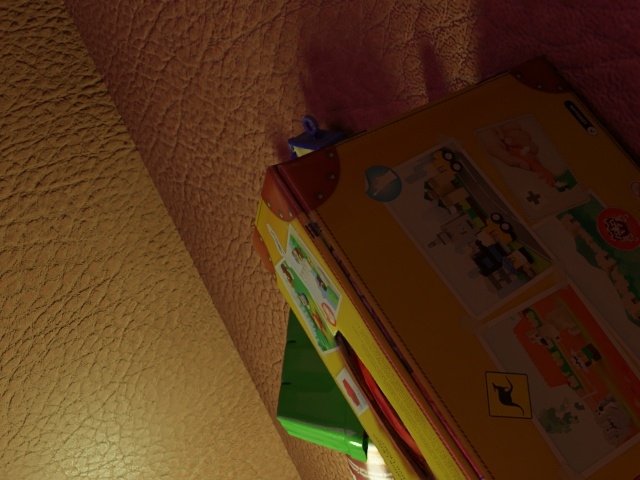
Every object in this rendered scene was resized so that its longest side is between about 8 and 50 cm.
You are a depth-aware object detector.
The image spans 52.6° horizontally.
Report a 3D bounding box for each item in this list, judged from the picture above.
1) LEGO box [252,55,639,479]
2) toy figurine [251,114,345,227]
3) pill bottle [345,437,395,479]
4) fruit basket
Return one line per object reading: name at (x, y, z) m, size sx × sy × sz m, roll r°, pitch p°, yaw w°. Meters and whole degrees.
LEGO box at (0.215, 0.091, 0.691) m, size 0.500 × 0.373 × 0.193 m, roll 57°, pitch 157°, yaw 18°
toy figurine at (-0.001, -0.118, 1.195) m, size 0.363 × 0.191 × 0.217 m, roll 24°, pitch 132°, yaw 54°
pill bottle at (0.178, 0.509, 1.487) m, size 0.224 × 0.224 × 0.392 m, roll 30°, pitch 142°, yaw 52°
fruit basket at (0.117, 0.224, 1.244) m, size 0.392 × 0.392 × 0.283 m, roll 50°, pitch 167°, yaw 24°
